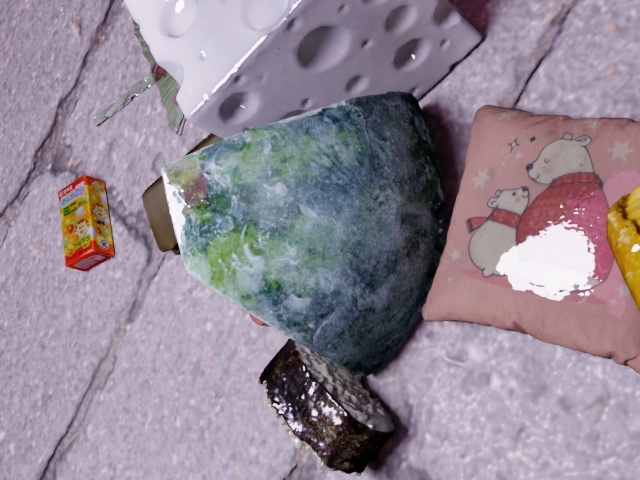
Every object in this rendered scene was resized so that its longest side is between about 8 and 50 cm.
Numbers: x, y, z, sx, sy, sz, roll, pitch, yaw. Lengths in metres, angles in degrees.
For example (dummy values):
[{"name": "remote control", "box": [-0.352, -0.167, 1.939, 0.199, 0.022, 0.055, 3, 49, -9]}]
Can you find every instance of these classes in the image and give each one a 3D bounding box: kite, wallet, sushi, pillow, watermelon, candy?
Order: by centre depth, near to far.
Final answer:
[{"name": "pillow", "box": [0.212, -0.009, 0.730, 0.236, 0.084, 0.223, 14, 88, 40]}, {"name": "sushi", "box": [0.002, 0.165, 0.833, 0.150, 0.090, 0.078, 46, 110, 32]}, {"name": "watermelon", "box": [0.000, 0.000, 0.833, 0.213, 0.320, 0.290, 1, 119, 52]}, {"name": "wallet", "box": [-0.140, -0.074, 1.028, 0.198, 0.031, 0.110, -36, 61, 23]}, {"name": "candy", "box": [-0.329, -0.024, 1.143, 0.062, 0.038, 0.122, -26, 65, 28]}, {"name": "kite", "box": [-0.236, -0.230, 1.148, 0.250, 0.012, 0.229, -35, 60, 25]}]

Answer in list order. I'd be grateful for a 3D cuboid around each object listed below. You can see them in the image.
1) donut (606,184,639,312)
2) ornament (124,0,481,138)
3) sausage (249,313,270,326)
[{"name": "donut", "box": [0.303, 0.074, 0.495, 0.160, 0.330, 0.330, -44, 58, 22]}, {"name": "ornament", "box": [-0.027, -0.248, 0.863, 0.239, 0.239, 0.240, -43, 58, 21]}, {"name": "sausage", "box": [-0.060, 0.024, 0.927, 0.062, 0.062, 0.154, -21, 68, 30]}]
